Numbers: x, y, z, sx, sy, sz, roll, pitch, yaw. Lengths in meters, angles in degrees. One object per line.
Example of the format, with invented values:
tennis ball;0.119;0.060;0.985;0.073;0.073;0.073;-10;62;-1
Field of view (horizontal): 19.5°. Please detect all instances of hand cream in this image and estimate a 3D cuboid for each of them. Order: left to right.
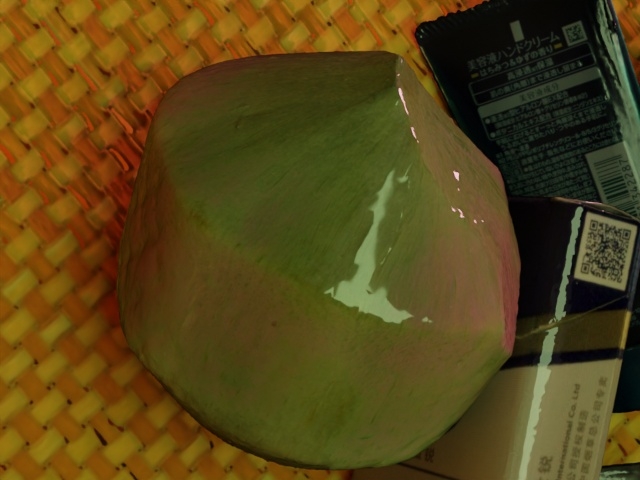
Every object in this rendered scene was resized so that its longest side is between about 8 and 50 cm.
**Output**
hand cream;0.160;-0.026;1.131;0.271;0.120;0.061;65;24;-15

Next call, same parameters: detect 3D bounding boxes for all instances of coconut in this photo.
coconut;0.000;0.000;0.977;0.204;0.236;0.236;9;88;-20

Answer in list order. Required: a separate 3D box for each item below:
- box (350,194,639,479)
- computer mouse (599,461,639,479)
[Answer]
box;0.091;0.101;1.060;0.071;0.168;0.259;12;86;-30
computer mouse;0.190;0.208;1.151;0.105;0.062;0.192;-33;119;-2
